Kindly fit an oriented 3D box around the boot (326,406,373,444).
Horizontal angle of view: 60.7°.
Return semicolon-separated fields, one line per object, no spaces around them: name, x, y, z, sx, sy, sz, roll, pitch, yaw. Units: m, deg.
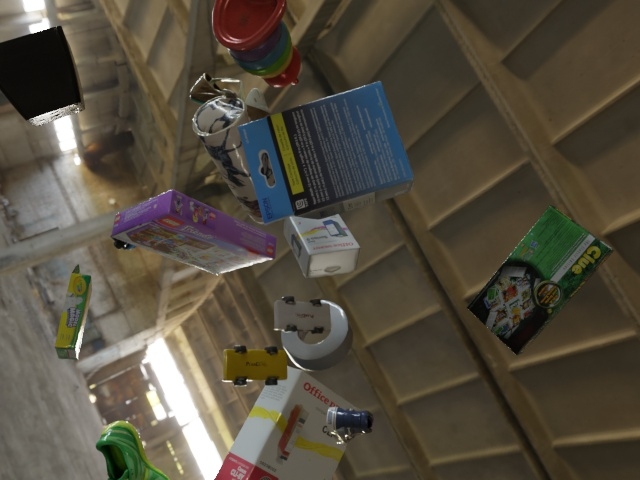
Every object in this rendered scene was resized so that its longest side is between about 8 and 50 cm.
boot;0.074;0.400;1.170;0.190;0.086;0.069;60;32;-62

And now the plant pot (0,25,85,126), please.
plant pot;-0.655;-0.373;1.285;0.166;0.188;0.188;68;-16;-10

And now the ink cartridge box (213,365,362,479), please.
ink cartridge box;-0.086;0.606;1.628;0.279;0.384;0.160;41;-26;-25

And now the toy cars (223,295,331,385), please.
toy cars;-0.125;0.277;1.510;0.087;0.394;0.176;-23;-75;50

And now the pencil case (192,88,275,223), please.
pencil case;-0.222;-0.242;1.638;0.160;0.183;0.410;3;-36;26

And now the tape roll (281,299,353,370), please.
tape roll;-0.010;0.297;1.725;0.219;0.219;0.072;42;-18;41

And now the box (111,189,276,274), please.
box;-0.268;-0.007;1.195;0.201;0.293;0.057;-15;-118;36

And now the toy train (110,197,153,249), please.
toy train;-0.552;-0.046;1.661;0.080;0.184;0.105;50;1;-25

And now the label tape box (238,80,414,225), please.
label tape box;0.013;-0.190;1.272;0.115;0.348;0.249;53;20;-79

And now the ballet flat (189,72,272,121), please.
ballet flat;-0.256;-0.438;1.726;0.342;0.116;0.124;28;-79;17

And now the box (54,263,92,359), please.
box;-0.507;0.147;1.133;0.105;0.043;0.179;130;-37;-59

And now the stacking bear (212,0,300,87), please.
stacking bear;-0.135;-0.482;1.368;0.175;0.164;0.289;25;-2;20

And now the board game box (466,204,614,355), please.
board game box;0.406;0.077;1.031;0.136;0.030;0.259;49;-63;35

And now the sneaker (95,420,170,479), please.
sneaker;-0.483;0.613;1.406;0.295;0.109;0.123;55;19;0

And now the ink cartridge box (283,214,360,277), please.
ink cartridge box;0.000;0.000;1.554;0.212;0.154;0.093;-118;-152;-45
